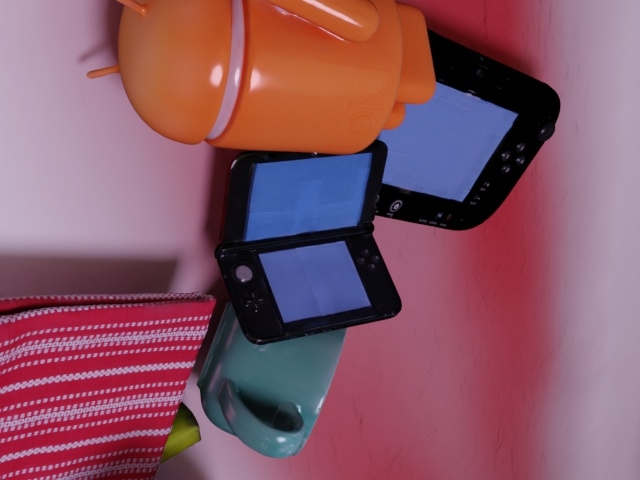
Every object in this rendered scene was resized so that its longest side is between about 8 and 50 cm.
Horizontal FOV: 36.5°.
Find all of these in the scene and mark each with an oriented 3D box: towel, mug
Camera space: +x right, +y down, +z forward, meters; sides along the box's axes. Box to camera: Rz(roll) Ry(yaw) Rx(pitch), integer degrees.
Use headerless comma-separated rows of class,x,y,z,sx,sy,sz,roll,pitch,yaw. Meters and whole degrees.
towel,-0.188,0.164,0.696,0.199,0.031,0.275,1,115,-49
mug,-0.043,0.100,0.790,0.158,0.097,0.129,133,-22,-81

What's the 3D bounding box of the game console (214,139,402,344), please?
game console,0.000,0.000,0.749,0.144,0.124,0.085,-8,154,-30

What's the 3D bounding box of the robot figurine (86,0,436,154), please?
robot figurine,-0.034,-0.122,0.630,0.219,0.158,0.128,1,110,-25

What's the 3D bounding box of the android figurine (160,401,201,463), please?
android figurine,-0.217,0.177,0.746,0.273,0.056,0.248,-27,134,-32

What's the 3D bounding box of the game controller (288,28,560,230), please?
game controller,0.093,-0.093,0.849,0.319,0.067,0.166,9,110,-47
